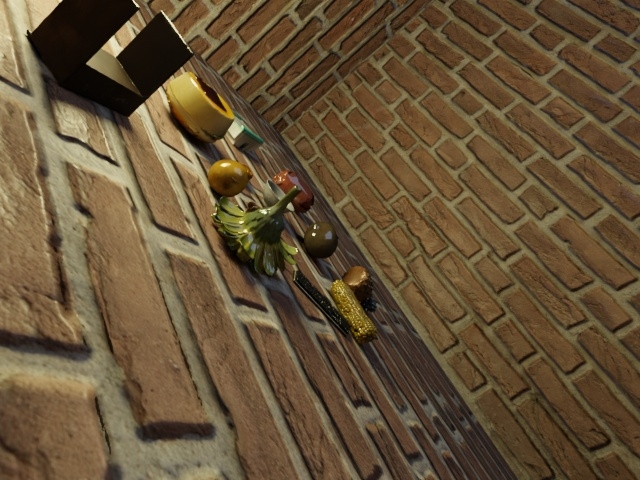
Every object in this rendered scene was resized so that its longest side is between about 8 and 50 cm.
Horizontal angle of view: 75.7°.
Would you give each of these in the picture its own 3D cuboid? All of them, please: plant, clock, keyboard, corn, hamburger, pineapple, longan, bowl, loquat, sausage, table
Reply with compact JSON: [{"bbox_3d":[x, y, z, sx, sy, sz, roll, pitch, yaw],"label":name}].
[{"bbox_3d":[-0.200,-0.058,1.313,0.261,0.296,0.306,22,8,37],"label":"plant"},{"bbox_3d":[-0.462,-0.611,2.262,0.231,0.116,0.262,49,9,13],"label":"clock"},{"bbox_3d":[0.005,0.238,1.592,0.317,0.027,0.106,48,12,-16],"label":"keyboard"},{"bbox_3d":[0.131,0.296,1.731,0.102,0.102,0.312,38,15,-51],"label":"corn"},{"bbox_3d":[-0.488,-0.525,1.663,0.300,0.176,0.300,49,12,-15],"label":"hamburger"},{"bbox_3d":[0.217,0.261,2.100,0.278,0.158,0.157,59,4,-39],"label":"pineapple"},{"bbox_3d":[0.000,0.000,1.981,0.189,0.189,0.189,49,11,-13],"label":"longan"},{"bbox_3d":[-0.214,-0.185,1.921,0.189,0.086,0.189,49,12,-15],"label":"bowl"},{"bbox_3d":[-0.321,-0.218,1.449,0.141,0.141,0.141,49,11,-13],"label":"loquat"},{"bbox_3d":[-0.150,-0.278,2.323,0.279,0.152,0.152,45,12,-23],"label":"sausage"},{"bbox_3d":[-0.558,-0.535,1.124,0.196,0.282,0.251,55,12,12],"label":"table"}]

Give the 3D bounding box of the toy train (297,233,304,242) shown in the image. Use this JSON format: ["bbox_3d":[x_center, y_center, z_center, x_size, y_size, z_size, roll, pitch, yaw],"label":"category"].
[{"bbox_3d":[-0.094,-0.009,2.014,0.083,0.017,0.017,39,14,-49],"label":"toy train"}]

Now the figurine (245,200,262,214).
[{"bbox_3d":[-0.222,-0.068,1.531,0.176,0.121,0.122,44,-29,39],"label":"figurine"}]

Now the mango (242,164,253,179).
[{"bbox_3d":[-0.339,-0.300,1.844,0.077,0.063,0.127,45,6,-8],"label":"mango"}]
